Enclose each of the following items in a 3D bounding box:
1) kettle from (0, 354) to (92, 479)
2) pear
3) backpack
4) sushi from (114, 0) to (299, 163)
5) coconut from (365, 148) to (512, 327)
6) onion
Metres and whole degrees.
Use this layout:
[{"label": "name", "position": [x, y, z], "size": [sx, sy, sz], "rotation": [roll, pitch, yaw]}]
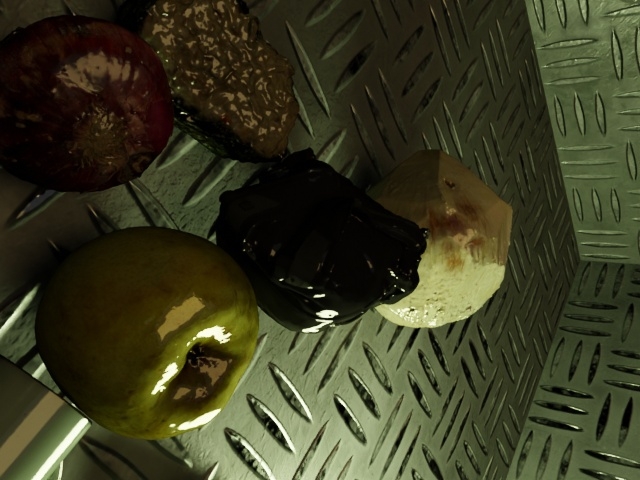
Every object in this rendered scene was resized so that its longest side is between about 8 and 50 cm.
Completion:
[{"label": "kettle", "position": [-0.414, 0.295, 0.730], "size": [0.236, 0.161, 0.221], "rotation": [-55, 142, -29]}, {"label": "pear", "position": [-0.241, 0.113, 0.829], "size": [0.304, 0.304, 0.304], "rotation": [-6, 98, -51]}, {"label": "backpack", "position": [0.000, 0.000, 1.035], "size": [0.255, 0.363, 0.445], "rotation": [-58, 168, 23]}, {"label": "sushi", "position": [-0.172, -0.268, 0.971], "size": [0.350, 0.170, 0.211], "rotation": [45, 61, -42]}, {"label": "coconut", "position": [0.251, -0.010, 1.383], "size": [0.415, 0.344, 0.416], "rotation": [-12, 106, -49]}, {"label": "onion", "position": [-0.322, -0.178, 0.776], "size": [0.246, 0.190, 0.246], "rotation": [-21, 132, -26]}]
